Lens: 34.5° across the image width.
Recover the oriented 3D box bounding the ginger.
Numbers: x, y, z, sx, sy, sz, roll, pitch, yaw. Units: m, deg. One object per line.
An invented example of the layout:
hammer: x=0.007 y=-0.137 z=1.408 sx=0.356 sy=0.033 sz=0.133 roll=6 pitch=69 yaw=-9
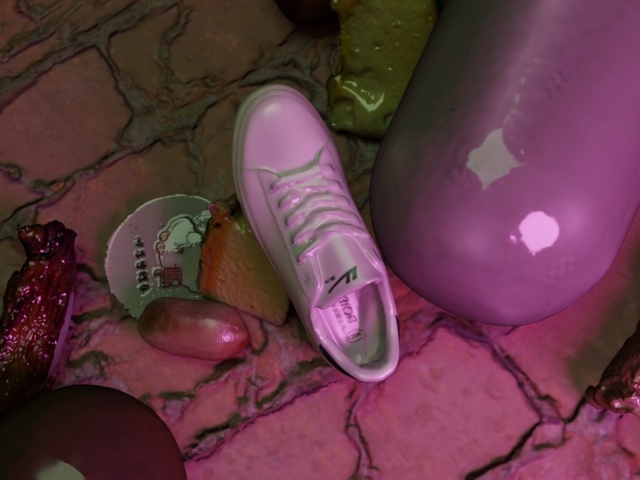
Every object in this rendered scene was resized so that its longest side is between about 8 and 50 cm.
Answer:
ginger: x=0.407 y=0.082 z=1.187 sx=0.084 sy=0.122 sz=0.290 roll=42 pitch=75 yaw=-4

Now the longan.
longan: x=-0.273 y=0.292 z=1.157 sx=0.258 sy=0.258 sz=0.258 roll=-5 pitch=64 yaw=10

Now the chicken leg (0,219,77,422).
chicken leg: x=-0.385 y=0.150 z=1.288 sx=0.095 sy=0.158 sz=0.407 roll=14 pitch=52 yaw=1

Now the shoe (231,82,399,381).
shoe: x=0.000 y=0.000 z=1.173 sx=0.131 sy=0.160 sz=0.363 roll=-22 pitch=104 yaw=-8

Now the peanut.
peanut: x=-0.162 y=0.111 z=1.310 sx=0.152 sy=0.076 sz=0.076 roll=7 pitch=67 yaw=13

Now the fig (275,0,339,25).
fig: x=0.051 y=-0.414 z=1.487 sx=0.274 sy=0.145 sz=0.170 roll=-19 pitch=63 yaw=-13

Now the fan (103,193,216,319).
fan: x=-0.131 y=0.012 z=1.384 sx=0.329 sy=0.009 sz=0.191 roll=-13 pitch=68 yaw=4

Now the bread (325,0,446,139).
bread: x=0.095 y=-0.267 z=1.405 sx=0.174 sy=0.252 sz=0.133 roll=2 pitch=22 yaw=14

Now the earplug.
earplug: x=0.224 y=-0.103 z=1.197 sx=0.312 sy=0.313 sz=0.394 roll=22 pitch=73 yaw=21

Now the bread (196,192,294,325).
bread: x=-0.081 y=0.022 z=1.335 sx=0.147 sy=0.127 sz=0.152 roll=25 pitch=109 yaw=14
